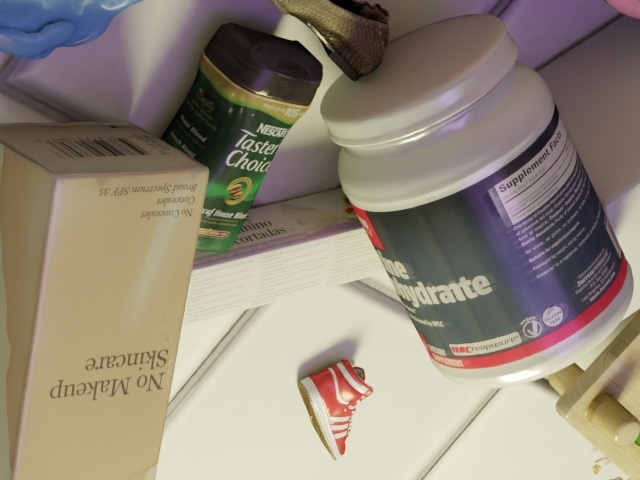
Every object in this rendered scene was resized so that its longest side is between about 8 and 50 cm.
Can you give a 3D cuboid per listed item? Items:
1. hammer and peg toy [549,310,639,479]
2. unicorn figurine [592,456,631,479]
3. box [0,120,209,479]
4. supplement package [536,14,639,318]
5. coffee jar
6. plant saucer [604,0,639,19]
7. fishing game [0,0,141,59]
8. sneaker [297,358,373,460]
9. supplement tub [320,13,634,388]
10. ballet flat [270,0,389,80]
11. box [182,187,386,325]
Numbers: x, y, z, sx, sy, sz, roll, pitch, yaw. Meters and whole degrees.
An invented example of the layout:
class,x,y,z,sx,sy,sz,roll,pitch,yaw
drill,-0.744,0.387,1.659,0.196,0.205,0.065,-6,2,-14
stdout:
class,x,y,z,sx,sy,sz,roll,pitch,yaw
hammer and peg toy,0.374,0.116,2.048,0.266,0.127,0.361,-47,133,1
unicorn figurine,0.365,0.236,2.237,0.111,0.060,0.162,-24,140,-16
box,-0.198,0.072,1.501,0.148,0.121,0.311,-6,115,-39
supplement package,0.332,-0.101,1.806,0.293,0.177,0.175,-32,141,-13
coffee jar,-0.076,-0.083,1.551,0.096,0.079,0.184,9,118,-45
plant saucer,0.332,-0.348,1.658,0.332,0.084,0.332,-23,136,-24
fishing game,-0.192,-0.211,1.369,0.264,0.041,0.189,-38,140,8
sneaker,0.023,0.164,1.891,0.067,0.042,0.118,-30,138,-11
supplement tub,0.131,-0.031,1.623,0.191,0.191,0.272,-33,112,-13
ballet flat,-0.005,-0.198,1.502,0.058,0.084,0.250,-34,148,11
box,0.000,0.000,1.705,0.324,0.063,0.067,-15,132,-31
